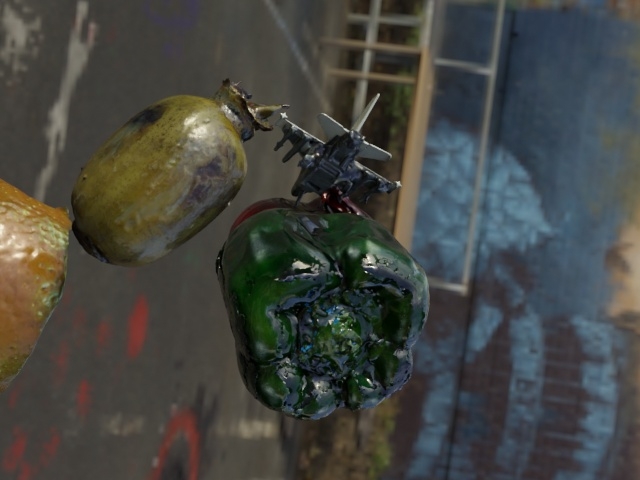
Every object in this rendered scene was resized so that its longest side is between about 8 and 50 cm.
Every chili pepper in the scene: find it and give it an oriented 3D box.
[{"bbox_3d":[-0.010,0.080,1.745,0.257,0.248,0.233,-117,-141,-63],"label":"chili pepper"}]

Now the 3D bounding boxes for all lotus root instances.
[{"bbox_3d":[-0.156,-0.086,1.544,0.278,0.154,0.154,-39,164,-4],"label":"lotus root"}]

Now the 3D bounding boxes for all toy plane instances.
[{"bbox_3d":[0.004,-0.080,1.604,0.234,0.160,0.082,-47,-163,53],"label":"toy plane"}]

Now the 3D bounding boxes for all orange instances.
[{"bbox_3d":[-0.456,0.038,1.692,0.263,0.334,0.196,-62,154,9],"label":"orange"}]

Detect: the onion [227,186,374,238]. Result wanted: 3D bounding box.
[{"bbox_3d":[0.000,0.000,2.142,0.273,0.273,0.285,-24,131,-79],"label":"onion"}]
